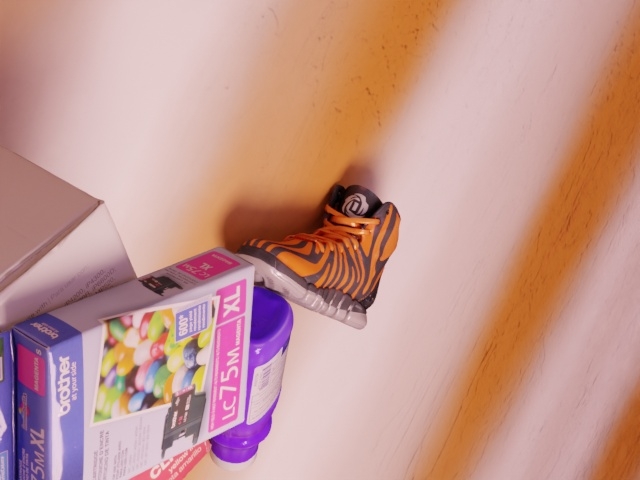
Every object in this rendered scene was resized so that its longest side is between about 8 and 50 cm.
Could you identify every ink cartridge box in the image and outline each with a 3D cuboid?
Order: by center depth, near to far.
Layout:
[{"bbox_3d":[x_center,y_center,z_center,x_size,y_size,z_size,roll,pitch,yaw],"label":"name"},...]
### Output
[{"bbox_3d":[-0.191,0.137,1.433,0.311,0.065,0.186,-20,125,-43],"label":"ink cartridge box"},{"bbox_3d":[-0.300,0.091,1.553,0.160,0.279,0.385,-44,140,-25],"label":"ink cartridge box"}]

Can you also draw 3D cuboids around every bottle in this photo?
[{"bbox_3d":[-0.101,0.189,1.985,0.118,0.092,0.283,-53,162,-42],"label":"bottle"}]

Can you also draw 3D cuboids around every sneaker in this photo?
[{"bbox_3d":[0.000,0.000,2.020,0.180,0.124,0.321,-67,155,-2],"label":"sneaker"}]
